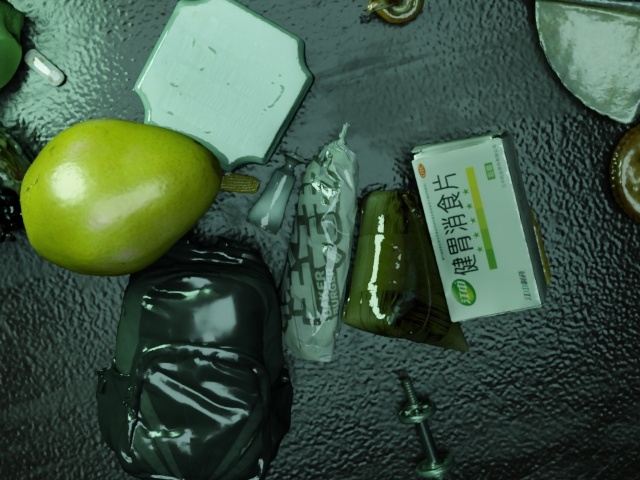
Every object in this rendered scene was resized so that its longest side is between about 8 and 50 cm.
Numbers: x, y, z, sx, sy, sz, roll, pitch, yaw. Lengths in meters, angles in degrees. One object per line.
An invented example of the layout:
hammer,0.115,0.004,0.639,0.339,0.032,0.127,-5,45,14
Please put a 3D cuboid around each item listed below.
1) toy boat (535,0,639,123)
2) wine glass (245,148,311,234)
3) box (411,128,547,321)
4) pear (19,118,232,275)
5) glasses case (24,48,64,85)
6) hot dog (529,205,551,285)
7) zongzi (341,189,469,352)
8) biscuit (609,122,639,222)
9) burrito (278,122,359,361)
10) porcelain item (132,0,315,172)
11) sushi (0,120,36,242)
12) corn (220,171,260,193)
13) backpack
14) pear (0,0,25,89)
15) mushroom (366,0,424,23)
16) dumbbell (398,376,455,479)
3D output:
toy boat,0.563,-0.357,1.748,0.293,0.111,0.276,-10,96,12
wine glass,-0.078,-0.093,1.756,0.072,0.072,0.155,25,94,-4
box,0.295,-0.031,1.716,0.173,0.145,0.333,-13,96,18
pear,-0.328,-0.067,1.559,0.336,0.285,0.285,8,95,19
glasses case,-0.516,-0.323,1.744,0.083,0.021,0.032,42,90,-5
hot dog,0.393,-0.009,1.792,0.066,0.047,0.216,-20,94,32
zongzi,0.192,0.061,1.769,0.300,0.145,0.274,17,76,-37
biscuit,0.662,-0.128,1.782,0.220,0.066,0.221,0,95,-3
burrito,0.000,0.000,1.739,0.101,0.139,0.446,2,100,-47
porcelain item,-0.174,-0.284,1.692,0.285,0.157,0.282,27,96,-6
sushi,-0.611,-0.088,1.668,0.218,0.238,0.225,-34,107,-4
corn,-0.161,-0.109,1.769,0.092,0.037,0.037,9,95,-1
backpack,-0.220,0.212,1.696,0.363,0.255,0.446,7,103,-6
pear,-0.698,-0.339,1.663,0.286,0.176,0.282,22,96,-3
mushroom,0.127,-0.444,1.725,0.129,0.072,0.088,-17,113,-34
dumbbell,0.206,0.385,1.806,0.081,0.081,0.254,-19,96,0
